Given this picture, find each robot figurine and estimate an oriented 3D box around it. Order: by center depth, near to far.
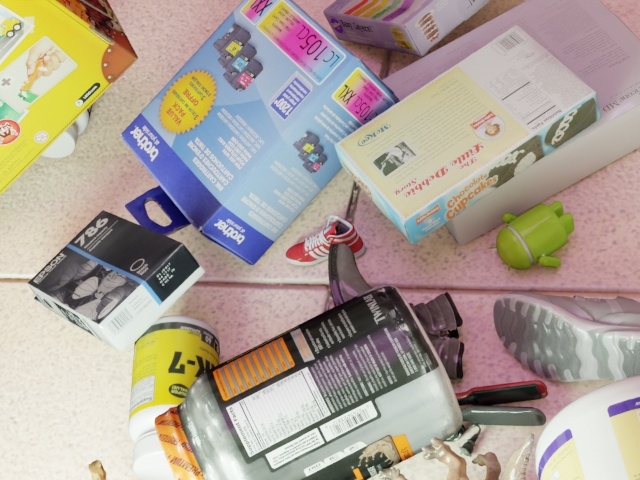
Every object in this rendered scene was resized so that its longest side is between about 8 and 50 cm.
[{"bbox_3d":[0.289,-0.005,1.857,0.115,0.067,0.101,-33,58,-7],"label":"robot figurine"}]

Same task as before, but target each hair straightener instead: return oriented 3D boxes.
[{"bbox_3d":[0.173,0.229,1.729,0.230,0.047,0.089,-5,52,16],"label":"hair straightener"}]

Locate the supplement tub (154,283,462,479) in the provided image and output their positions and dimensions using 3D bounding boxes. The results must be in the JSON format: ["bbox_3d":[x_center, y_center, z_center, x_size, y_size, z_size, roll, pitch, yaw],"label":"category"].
[{"bbox_3d":[-0.016,0.211,1.653,0.338,0.207,0.207,-26,50,-2],"label":"supplement tub"}]

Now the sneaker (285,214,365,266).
[{"bbox_3d":[0.000,0.000,1.954,0.118,0.067,0.042,-9,51,13],"label":"sneaker"}]

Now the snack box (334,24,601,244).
[{"bbox_3d":[0.202,-0.150,1.883,0.322,0.060,0.187,-33,50,-7],"label":"snack box"}]

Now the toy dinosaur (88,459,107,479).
[{"bbox_3d":[-0.223,0.362,1.727,0.211,0.112,0.064,31,59,19],"label":"toy dinosaur"}]

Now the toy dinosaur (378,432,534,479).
[{"bbox_3d":[0.153,0.351,1.569,0.295,0.127,0.200,-32,50,11],"label":"toy dinosaur"}]

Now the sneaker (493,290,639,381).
[{"bbox_3d":[0.356,0.121,1.739,0.281,0.105,0.115,15,30,31],"label":"sneaker"}]

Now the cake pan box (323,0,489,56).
[{"bbox_3d":[0.171,-0.403,2.155,0.267,0.070,0.245,-40,32,-15],"label":"cake pan box"}]

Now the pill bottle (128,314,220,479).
[{"bbox_3d":[-0.195,0.216,1.823,0.119,0.119,0.209,-11,51,11],"label":"pill bottle"}]

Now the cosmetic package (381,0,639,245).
[{"bbox_3d":[0.291,-0.196,1.985,0.377,0.097,0.284,-29,48,-3],"label":"cosmetic package"}]

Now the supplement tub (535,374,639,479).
[{"bbox_3d":[0.377,0.336,1.448,0.241,0.241,0.331,-16,51,7],"label":"supplement tub"}]

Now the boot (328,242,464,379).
[{"bbox_3d":[0.104,0.099,1.846,0.161,0.083,0.247,-15,57,1],"label":"boot"}]

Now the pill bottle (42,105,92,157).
[{"bbox_3d":[-0.432,-0.230,2.259,0.108,0.108,0.180,-6,52,15],"label":"pill bottle"}]

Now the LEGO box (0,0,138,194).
[{"bbox_3d":[-0.592,-0.247,2.059,0.500,0.372,0.193,-42,48,12],"label":"LEGO box"}]

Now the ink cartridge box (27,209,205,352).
[{"bbox_3d":[-0.312,0.047,1.956,0.165,0.065,0.332,-47,30,-17],"label":"ink cartridge box"}]

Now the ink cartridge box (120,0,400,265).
[{"bbox_3d":[-0.113,-0.155,2.017,0.395,0.151,0.270,-48,50,6],"label":"ink cartridge box"}]
